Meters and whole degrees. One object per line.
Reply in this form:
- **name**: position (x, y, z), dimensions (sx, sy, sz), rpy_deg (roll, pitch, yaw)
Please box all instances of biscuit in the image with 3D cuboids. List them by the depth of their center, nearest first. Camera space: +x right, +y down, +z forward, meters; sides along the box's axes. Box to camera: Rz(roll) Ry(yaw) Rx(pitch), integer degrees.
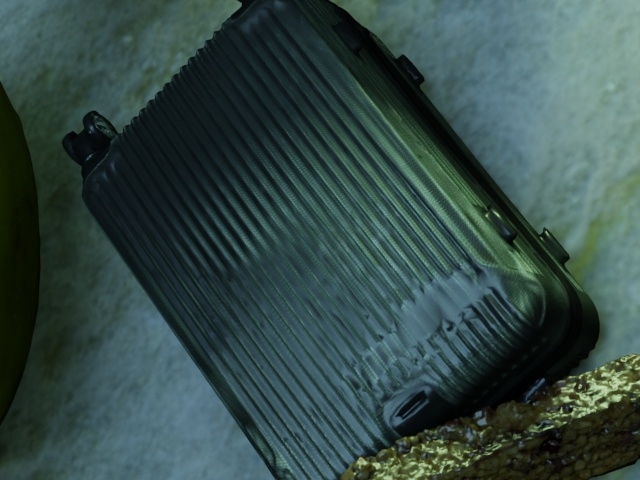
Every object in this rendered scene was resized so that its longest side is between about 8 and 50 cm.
- **biscuit**: position (0.102, 0.115, 1.024), dimensions (0.199, 0.064, 0.034), rpy_deg (-20, 47, -10)

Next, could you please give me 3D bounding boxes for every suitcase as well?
- **suitcase**: position (0.000, 0.000, 1.112), dimensions (0.202, 0.128, 0.312), rpy_deg (-44, 65, 15)

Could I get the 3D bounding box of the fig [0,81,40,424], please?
- **fig**: position (-0.323, 0.006, 1.189), dimensions (0.343, 0.343, 0.343), rpy_deg (-5, 79, 27)
